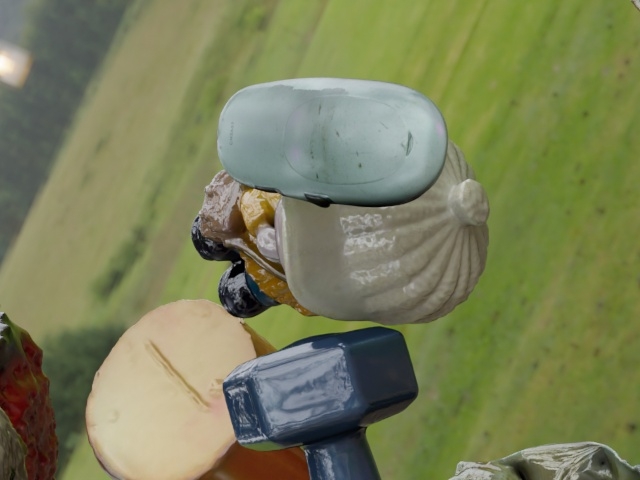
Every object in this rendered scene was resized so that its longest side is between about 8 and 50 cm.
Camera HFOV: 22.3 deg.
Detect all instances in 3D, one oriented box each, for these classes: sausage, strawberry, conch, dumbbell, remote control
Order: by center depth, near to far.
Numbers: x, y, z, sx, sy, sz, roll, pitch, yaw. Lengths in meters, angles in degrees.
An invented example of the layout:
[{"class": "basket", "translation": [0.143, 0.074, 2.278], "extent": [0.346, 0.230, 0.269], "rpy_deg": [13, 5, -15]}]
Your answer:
[{"class": "remote control", "translation": [0.000, -0.074, 1.205], "extent": [0.256, 0.045, 0.097], "rpy_deg": [4, 90, 52]}, {"class": "dumbbell", "translation": [0.032, 0.234, 1.308], "extent": [0.144, 0.160, 0.325], "rpy_deg": [-18, 86, 36]}, {"class": "sausage", "translation": [-0.104, 0.227, 1.879], "extent": [0.233, 0.287, 0.233], "rpy_deg": [-14, 57, 23]}, {"class": "conch", "translation": [0.275, 0.334, 1.966], "extent": [0.169, 0.386, 0.203], "rpy_deg": [66, -148, -40]}, {"class": "strawberry", "translation": [-0.472, 0.234, 2.051], "extent": [0.292, 0.291, 0.310], "rpy_deg": [-102, 10, -73]}]

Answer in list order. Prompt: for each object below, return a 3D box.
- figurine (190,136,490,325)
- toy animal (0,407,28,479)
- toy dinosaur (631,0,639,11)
[{"class": "figurine", "translation": [0.020, -0.014, 1.445], "extent": [0.204, 0.185, 0.332], "rpy_deg": [-30, 11, -15]}, {"class": "toy animal", "translation": [-0.371, 0.257, 1.499], "extent": [0.358, 0.188, 0.226], "rpy_deg": [-53, 27, 35]}, {"class": "toy dinosaur", "translation": [0.317, -0.152, 1.341], "extent": [0.037, 0.058, 0.180], "rpy_deg": [80, 168, -46]}]
